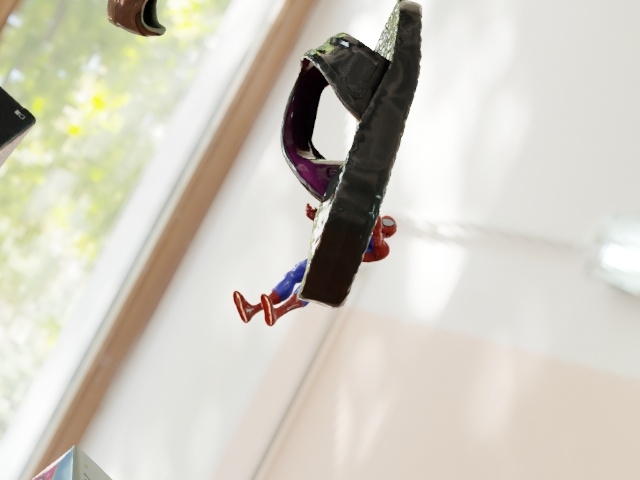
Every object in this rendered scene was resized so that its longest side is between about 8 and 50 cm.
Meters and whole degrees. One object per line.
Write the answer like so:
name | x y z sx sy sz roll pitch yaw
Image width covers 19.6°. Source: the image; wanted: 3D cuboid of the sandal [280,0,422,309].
sandal | 0.018 -0.106 1.647 0.107 0.167 0.445 19 29 -2

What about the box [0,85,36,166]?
box | -0.384 -0.104 1.774 0.156 0.093 0.158 43 -50 -2

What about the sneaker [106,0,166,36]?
sneaker | -0.189 -0.318 2.084 0.071 0.066 0.188 25 -55 17

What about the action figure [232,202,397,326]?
action figure | 0.000 0.000 2.541 0.091 0.280 0.139 7 -64 47

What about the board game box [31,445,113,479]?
board game box | -0.312 0.362 1.726 0.097 0.303 0.224 48 13 -24
